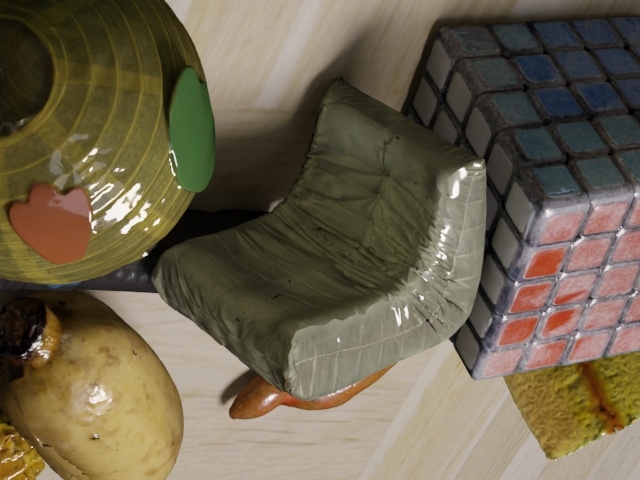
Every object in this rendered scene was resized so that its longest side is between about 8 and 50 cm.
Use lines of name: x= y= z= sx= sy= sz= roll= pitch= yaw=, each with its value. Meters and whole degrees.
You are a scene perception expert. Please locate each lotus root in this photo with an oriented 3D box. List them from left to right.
lotus root: x=-0.217 y=0.135 z=1.690 sx=0.146 sy=0.160 sz=0.284 roll=-64 pitch=149 yaw=-21

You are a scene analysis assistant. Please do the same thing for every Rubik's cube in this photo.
Rubik's cube: x=0.215 y=-0.044 z=1.684 sx=0.237 sy=0.237 sz=0.238 roll=-8 pitch=137 yaw=-26

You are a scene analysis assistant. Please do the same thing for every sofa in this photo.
sofa: x=0.000 y=0.000 z=1.561 sx=0.225 sy=0.210 sz=0.176 roll=-21 pitch=128 yaw=-31

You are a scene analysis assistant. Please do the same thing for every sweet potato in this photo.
sweet potato: x=0.002 y=0.146 z=1.917 sx=0.202 sy=0.058 sz=0.055 roll=-18 pitch=162 yaw=-14

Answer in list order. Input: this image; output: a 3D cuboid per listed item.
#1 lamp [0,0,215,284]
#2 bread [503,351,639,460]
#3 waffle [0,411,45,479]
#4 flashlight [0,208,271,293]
lamp: x=-0.197 y=-0.087 z=1.395 sx=0.250 sy=0.250 sz=0.284 roll=-33 pitch=167 yaw=6
bread: x=0.271 y=0.123 z=1.889 sx=0.167 sy=0.264 sz=0.163 roll=-28 pitch=141 yaw=10
waffle: x=-0.368 y=0.247 z=1.771 sx=0.228 sy=0.051 sz=0.231 roll=-47 pitch=151 yaw=17
flashlight: x=-0.202 y=0.002 z=1.607 sx=0.424 sy=0.103 sz=0.103 roll=3 pitch=133 yaw=-36
